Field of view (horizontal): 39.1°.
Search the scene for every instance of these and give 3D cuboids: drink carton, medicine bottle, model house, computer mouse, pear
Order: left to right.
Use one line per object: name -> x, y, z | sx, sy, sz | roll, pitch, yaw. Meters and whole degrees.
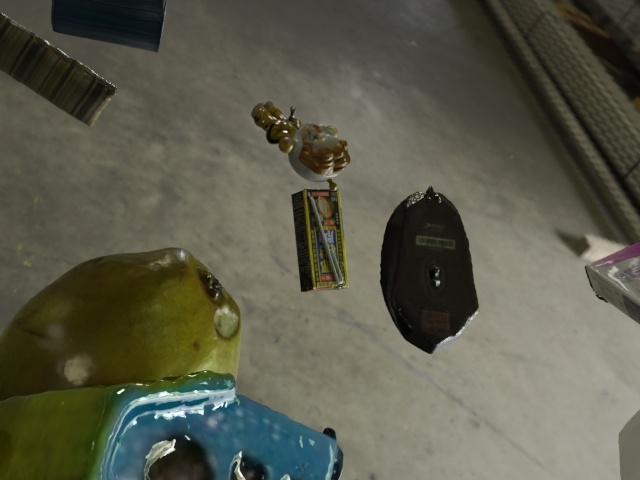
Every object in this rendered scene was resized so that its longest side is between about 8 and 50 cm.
pear -> -0.236, 0.153, 1.051 | 0.269, 0.321, 0.269 | 38, 5, -4
model house -> -0.163, 0.220, 0.766 | 0.303, 0.237, 0.215 | 36, 52, -38
drink carton -> 0.000, 0.000, 1.482 | 0.071, 0.056, 0.165 | -3, 82, -29
computer mouse -> 0.106, 0.032, 0.912 | 0.099, 0.057, 0.172 | 8, 72, -17
medicine bottle -> 0.450, 0.042, 1.138 | 0.201, 0.171, 0.052 | -106, 171, -76

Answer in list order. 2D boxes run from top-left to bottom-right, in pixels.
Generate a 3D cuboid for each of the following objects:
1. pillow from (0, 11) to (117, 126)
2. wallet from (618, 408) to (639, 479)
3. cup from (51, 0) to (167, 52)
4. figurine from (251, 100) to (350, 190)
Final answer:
pillow -> -0.387, -0.240, 1.253 | 0.203, 0.113, 0.038 | 34, 54, -18
wallet -> 0.298, 0.177, 0.755 | 0.032, 0.124, 0.183 | 34, 25, -1
cup -> -0.276, -0.311, 1.182 | 0.138, 0.113, 0.150 | 7, -5, -14
figurine -> -0.029, -0.125, 1.141 | 0.143, 0.068, 0.101 | 26, 33, 2
